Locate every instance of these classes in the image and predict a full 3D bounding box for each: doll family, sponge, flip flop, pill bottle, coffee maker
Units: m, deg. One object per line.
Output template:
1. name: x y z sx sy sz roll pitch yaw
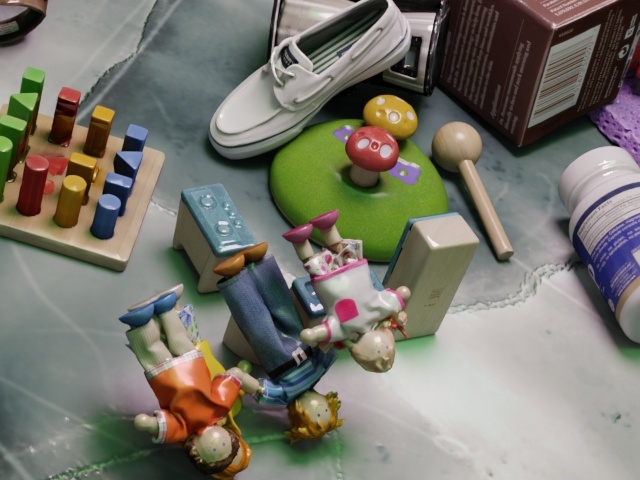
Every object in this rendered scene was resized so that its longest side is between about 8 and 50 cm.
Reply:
1. doll family: -0.052 0.096 1.179 0.263 0.118 0.163 -27 95 -31
2. sponge: 0.358 -0.155 1.704 0.117 0.031 0.210 -10 49 -33
3. flip flop: -0.316 -0.229 1.455 0.080 0.112 0.277 43 36 -14
4. pill bottle: 0.309 0.000 1.454 0.112 0.112 0.187 -1 45 -24
5. coffee maker: 0.045 -0.227 1.559 0.178 0.120 0.171 10 45 5

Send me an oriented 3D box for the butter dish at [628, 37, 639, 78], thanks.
1. butter dish: 0.364 -0.238 1.685 0.160 0.160 0.118 -1 68 -27

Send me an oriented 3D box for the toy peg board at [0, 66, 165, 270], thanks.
1. toy peg board: -0.227 -0.073 1.331 0.160 0.079 0.161 17 41 -5

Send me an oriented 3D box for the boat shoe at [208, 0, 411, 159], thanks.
1. boat shoe: -0.020 -0.168 1.437 0.226 0.076 0.083 -36 59 -2

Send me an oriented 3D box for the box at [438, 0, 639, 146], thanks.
1. box: 0.220 -0.245 1.614 0.167 0.168 0.203 -28 56 -31

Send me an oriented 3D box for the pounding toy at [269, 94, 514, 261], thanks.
1. pounding toy: 0.076 -0.079 1.442 0.236 0.110 0.183 2 45 -21

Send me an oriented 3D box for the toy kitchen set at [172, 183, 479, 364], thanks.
1. toy kitchen set: 0.000 0.000 1.314 0.207 0.122 0.166 -9 49 -30
